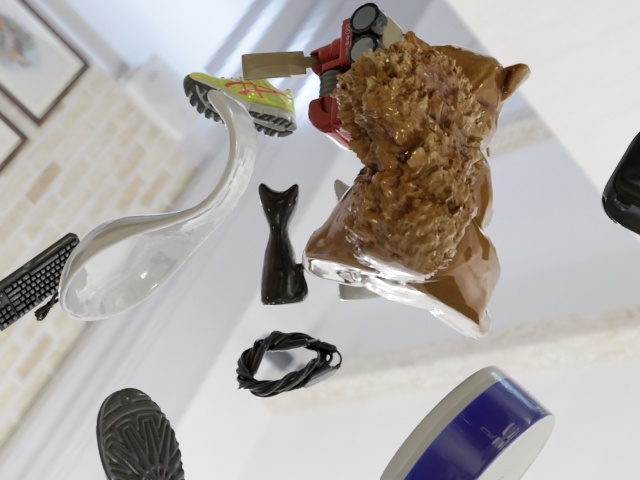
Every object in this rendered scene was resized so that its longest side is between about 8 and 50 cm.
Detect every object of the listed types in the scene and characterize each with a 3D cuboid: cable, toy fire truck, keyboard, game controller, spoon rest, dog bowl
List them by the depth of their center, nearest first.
[{"bbox_3d":[-0.157,-0.017,1.105,0.276,0.137,0.084,-50,-118,14],"label":"spoon rest"},{"bbox_3d":[0.194,0.302,1.497,0.104,0.265,0.265,40,-97,24],"label":"dog bowl"},{"bbox_3d":[0.571,-0.041,1.585,0.166,0.319,0.067,-64,179,16],"label":"game controller"},{"bbox_3d":[-0.443,0.076,1.763,0.180,0.108,0.023,-38,-134,-24],"label":"keyboard"},{"bbox_3d":[0.008,-0.253,1.787,0.246,0.158,0.217,-15,-122,34],"label":"toy fire truck"},{"bbox_3d":[-0.066,0.202,1.851,0.184,0.047,0.150,-23,-143,-30],"label":"cable"}]

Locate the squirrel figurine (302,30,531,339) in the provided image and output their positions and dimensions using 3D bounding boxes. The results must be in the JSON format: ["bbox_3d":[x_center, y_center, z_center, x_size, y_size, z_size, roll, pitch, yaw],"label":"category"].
[{"bbox_3d":[0.153,-0.112,1.480,0.397,0.281,0.370,65,46,-72],"label":"squirrel figurine"}]

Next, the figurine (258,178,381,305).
[{"bbox_3d":[0.000,0.000,1.876,0.214,0.209,0.092,-4,178,5],"label":"figurine"}]

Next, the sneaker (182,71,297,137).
[{"bbox_3d":[-0.136,-0.249,1.896,0.081,0.208,0.094,-39,-143,53],"label":"sneaker"}]

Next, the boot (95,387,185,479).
[{"bbox_3d":[-0.414,0.496,2.099,0.146,0.367,0.445,-18,174,-41],"label":"boot"}]
